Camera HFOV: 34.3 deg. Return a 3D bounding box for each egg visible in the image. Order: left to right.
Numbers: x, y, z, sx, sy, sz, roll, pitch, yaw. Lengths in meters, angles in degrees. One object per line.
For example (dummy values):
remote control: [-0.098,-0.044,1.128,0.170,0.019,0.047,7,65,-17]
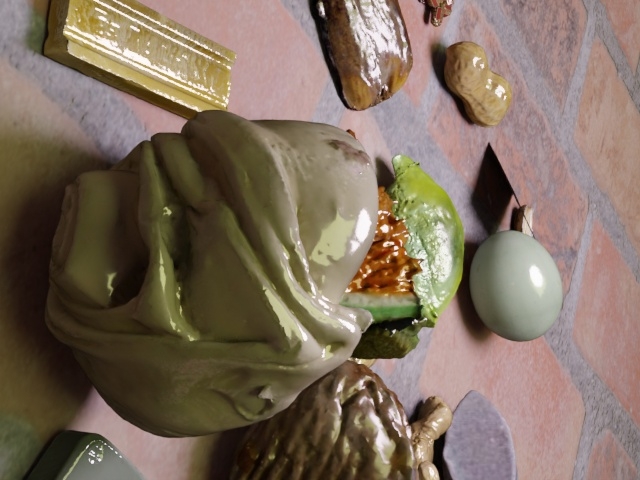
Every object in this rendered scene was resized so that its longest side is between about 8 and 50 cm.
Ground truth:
egg: [0.320,0.075,1.707,0.149,0.149,0.192,-44,121,-46]

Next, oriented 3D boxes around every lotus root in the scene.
lotus root: [0.058,-0.347,1.441,0.167,0.078,0.329,-45,123,-47]
lotus root: [0.362,-0.023,1.872,0.037,0.030,0.083,20,70,-45]

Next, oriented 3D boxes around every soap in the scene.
soap: [-0.188,-0.203,1.130,0.252,0.037,0.092,20,73,-52]

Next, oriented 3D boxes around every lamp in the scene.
lamp: [0.189,-0.382,1.662,0.083,0.031,0.063,-46,126,-49]

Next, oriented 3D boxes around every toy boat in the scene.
toy boat: [0.245,0.380,1.605,0.293,0.111,0.276,79,6,-59]

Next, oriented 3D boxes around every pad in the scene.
pad: [0.333,-0.075,1.776,0.127,0.004,0.190,57,14,-34]

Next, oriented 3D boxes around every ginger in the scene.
ginger: [0.140,0.321,1.493,0.258,0.065,0.149,-70,-179,-66]

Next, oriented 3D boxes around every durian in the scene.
durian: [0.149,0.004,1.519,0.139,0.101,0.250,16,75,-52]

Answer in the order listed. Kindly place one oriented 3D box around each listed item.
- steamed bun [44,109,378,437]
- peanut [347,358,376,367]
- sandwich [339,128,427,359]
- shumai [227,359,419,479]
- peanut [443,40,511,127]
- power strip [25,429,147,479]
steamed bun: [-0.123,0.015,0.973,0.219,0.324,0.309,31,55,-44]
peanut: [0.059,0.119,1.414,0.174,0.080,0.080,-57,131,-41]
sandwich: [0.000,0.000,1.286,0.162,0.250,0.301,112,-16,-65]
shumai: [0.004,0.295,1.298,0.283,0.217,0.346,-70,168,-80]
peanut: [0.259,-0.256,1.699,0.193,0.089,0.089,42,56,-44]
power strip: [-0.246,0.337,0.994,0.193,0.059,0.265,55,47,-30]
